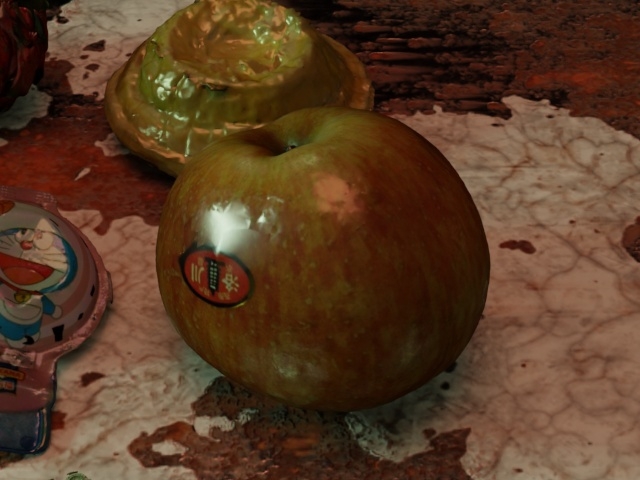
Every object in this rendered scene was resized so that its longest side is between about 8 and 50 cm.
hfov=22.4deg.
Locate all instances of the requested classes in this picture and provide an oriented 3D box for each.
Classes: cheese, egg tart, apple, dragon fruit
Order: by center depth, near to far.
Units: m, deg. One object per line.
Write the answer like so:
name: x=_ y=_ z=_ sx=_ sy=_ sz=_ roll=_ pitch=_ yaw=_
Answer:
apple: x=0.000 y=0.000 z=1.426 sx=0.309 sy=0.250 sz=0.277 roll=16 pitch=45 yaw=19
cheese: x=-0.283 y=0.065 z=1.468 sx=0.189 sy=0.074 sz=0.286 roll=10 pitch=52 yaw=-14
dragon fruit: x=-0.385 y=-0.208 z=1.712 sx=0.189 sy=0.182 sz=0.182 roll=12 pitch=42 yaw=-8
egg tart: x=-0.086 y=-0.170 z=1.715 sx=0.290 sy=0.115 sz=0.290 roll=0 pitch=44 yaw=0

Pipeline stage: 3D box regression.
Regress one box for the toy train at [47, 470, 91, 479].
toy train: x=-0.218 y=0.224 z=1.332 sx=0.083 sy=0.033 sz=0.053 roll=-14 pitch=49 yaw=-16
